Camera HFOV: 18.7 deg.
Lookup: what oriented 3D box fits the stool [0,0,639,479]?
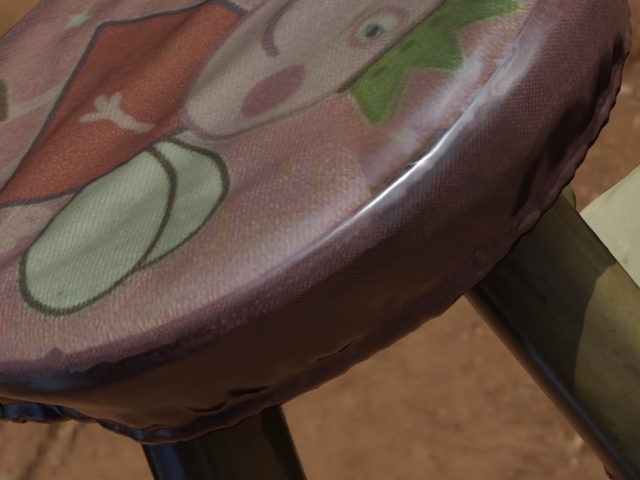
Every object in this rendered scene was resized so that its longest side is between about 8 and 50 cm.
[{"bbox_3d":[0.000,0.000,0.675,0.272,0.178,0.272,-22,32,15],"label":"stool"}]

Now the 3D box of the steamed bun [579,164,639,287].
[{"bbox_3d":[0.277,0.061,0.828,0.276,0.289,0.203,-43,32,39],"label":"steamed bun"}]
